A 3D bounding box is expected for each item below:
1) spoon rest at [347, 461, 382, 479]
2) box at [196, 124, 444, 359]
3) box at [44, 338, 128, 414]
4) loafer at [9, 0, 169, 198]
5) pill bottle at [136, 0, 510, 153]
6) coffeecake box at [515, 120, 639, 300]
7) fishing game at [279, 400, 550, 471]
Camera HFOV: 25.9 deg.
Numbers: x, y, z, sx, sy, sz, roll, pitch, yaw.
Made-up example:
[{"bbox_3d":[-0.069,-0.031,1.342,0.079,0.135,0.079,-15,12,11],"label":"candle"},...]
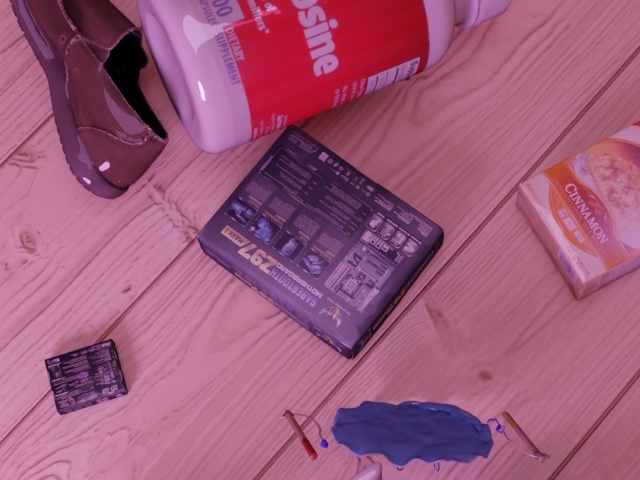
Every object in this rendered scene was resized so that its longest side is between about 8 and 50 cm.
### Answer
[{"bbox_3d":[0.114,0.352,1.377,0.137,0.084,0.276,-31,69,-9],"label":"spoon rest"},{"bbox_3d":[0.000,0.000,1.636,0.232,0.059,0.183,35,74,14],"label":"box"},{"bbox_3d":[-0.272,0.158,1.615,0.083,0.018,0.067,-18,70,-3],"label":"box"},{"bbox_3d":[-0.268,-0.235,1.688,0.130,0.134,0.366,-24,80,18],"label":"loafer"},{"bbox_3d":[0.008,-0.276,1.637,0.407,0.229,0.229,-23,71,-12],"label":"pill bottle"},{"bbox_3d":[0.345,-0.039,1.627,0.185,0.068,0.142,-28,70,-7],"label":"coffeecake box"},{"bbox_3d":[0.096,0.215,1.506,0.264,0.189,0.041,1,103,-15],"label":"fishing game"}]
